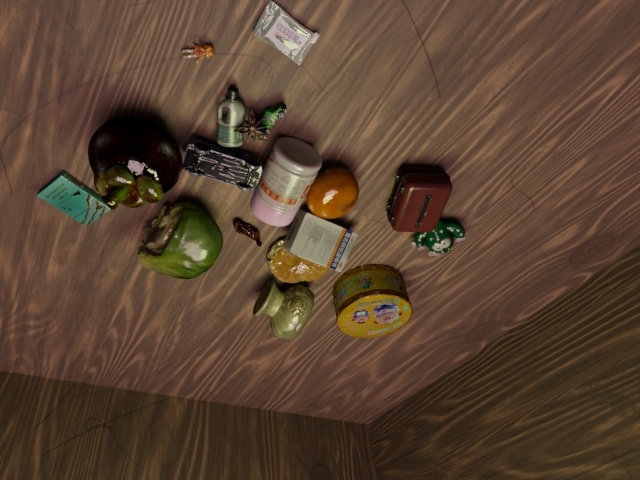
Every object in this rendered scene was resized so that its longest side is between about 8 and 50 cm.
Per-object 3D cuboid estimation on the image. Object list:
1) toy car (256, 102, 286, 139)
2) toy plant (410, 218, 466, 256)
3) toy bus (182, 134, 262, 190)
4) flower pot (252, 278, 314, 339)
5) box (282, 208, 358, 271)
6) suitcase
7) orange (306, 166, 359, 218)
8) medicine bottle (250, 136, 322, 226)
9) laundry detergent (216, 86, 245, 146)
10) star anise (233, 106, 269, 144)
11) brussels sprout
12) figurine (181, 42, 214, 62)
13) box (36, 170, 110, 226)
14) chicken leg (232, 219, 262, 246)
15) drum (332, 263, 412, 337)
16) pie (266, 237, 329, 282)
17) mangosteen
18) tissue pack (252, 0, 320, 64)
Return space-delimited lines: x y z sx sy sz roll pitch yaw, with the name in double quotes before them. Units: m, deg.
"toy car" -0.191 -0.447 1.648 0.062 0.071 0.165 37 122 -21
"toy plant" 0.584 -0.015 2.194 0.243 0.113 0.232 26 125 -24
"toy bus" -0.375 -0.302 1.723 0.292 0.133 0.126 15 127 -20
"flower pot" -0.199 0.347 2.331 0.244 0.308 0.307 28 127 -15
"box" 0.000 0.000 2.056 0.299 0.106 0.200 22 95 -30
"suitcase" 0.431 -0.179 1.961 0.236 0.161 0.297 -1 135 -10
"orange" 0.049 -0.203 1.860 0.240 0.171 0.240 -16 145 -11
"medicine bottle" -0.143 -0.231 1.779 0.202 0.202 0.316 13 131 -21
"laundry detergent" -0.325 -0.450 1.619 0.099 0.070 0.226 4 136 -11
"star anise" -0.236 -0.400 1.617 0.129 0.056 0.124 35 102 -15
"brussels sprout" -0.594 0.019 1.919 0.371 0.276 0.315 -26 130 19
"figurine" -0.402 -0.615 1.455 0.109 0.047 0.064 -5 114 4
"box" -1.005 -0.166 1.826 0.162 0.042 0.229 -28 133 20
"chicken leg" -0.331 -0.033 2.073 0.093 0.053 0.205 -15 134 41
"drum" 0.277 0.338 2.441 0.430 0.214 0.431 -4 137 -4
"pie" -0.105 0.100 2.223 0.339 0.083 0.340 -5 139 -4
"mangosteen" -0.653 -0.279 1.574 0.329 0.330 0.330 -5 137 -4
"tissue pack" -0.113 -0.673 1.451 0.193 0.026 0.122 23 128 -29
